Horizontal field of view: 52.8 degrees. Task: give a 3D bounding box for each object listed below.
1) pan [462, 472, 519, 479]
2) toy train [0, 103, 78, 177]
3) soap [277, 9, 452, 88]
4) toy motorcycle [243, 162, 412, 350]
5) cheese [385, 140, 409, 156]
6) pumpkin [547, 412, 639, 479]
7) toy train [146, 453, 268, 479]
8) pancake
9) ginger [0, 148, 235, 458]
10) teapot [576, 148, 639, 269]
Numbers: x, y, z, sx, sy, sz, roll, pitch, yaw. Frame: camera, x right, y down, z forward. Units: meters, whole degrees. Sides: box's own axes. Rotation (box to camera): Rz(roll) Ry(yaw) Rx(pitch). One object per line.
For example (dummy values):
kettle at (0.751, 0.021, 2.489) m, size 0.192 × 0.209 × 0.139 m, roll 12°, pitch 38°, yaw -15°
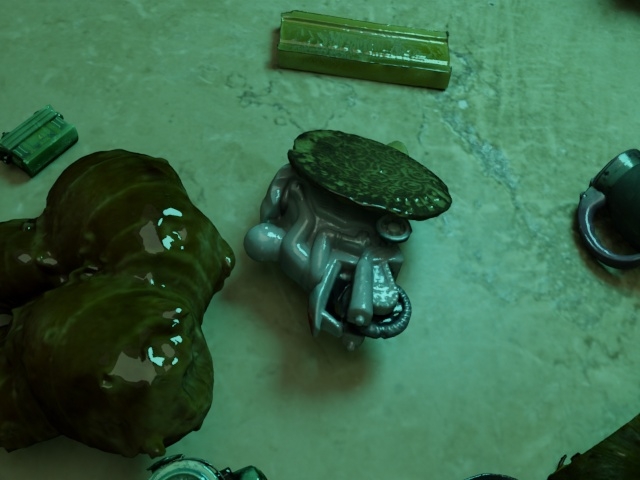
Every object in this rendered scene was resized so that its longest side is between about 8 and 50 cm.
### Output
pan at (0.205, 0.321, 0.591) m, size 0.235 × 0.028 × 0.136 m, roll 39°, pitch 62°, yaw 19°
toy train at (-0.342, -0.119, 0.782) m, size 0.056 × 0.038 × 0.093 m, roll 36°, pitch 60°, yaw 7°
soap at (0.063, -0.279, 0.936) m, size 0.252 × 0.037 × 0.092 m, roll 7°, pitch 57°, yaw -3°
toy motorcycle at (0.000, 0.000, 0.713) m, size 0.171 × 0.110 × 0.260 m, roll -5°, pitch 53°, yaw -12°
cheese at (0.083, -0.101, 0.825) m, size 0.060 × 0.041 × 0.084 m, roll -1°, pitch 60°, yaw -7°
pumpkin at (0.386, 0.207, 0.656) m, size 0.280 × 0.190 × 0.139 m, roll -43°, pitch 66°, yaw 19°
toy train at (-0.160, 0.299, 0.504) m, size 0.298 × 0.120 × 0.194 m, roll -20°, pitch 71°, yaw -16°
pancake at (0.054, -0.077, 0.724) m, size 0.199 × 0.021 × 0.199 m, roll 13°, pitch 29°, yaw -8°
ginger at (-0.224, 0.047, 0.635) m, size 0.274 × 0.152 × 0.357 m, roll -15°, pitch 53°, yaw 17°
teapot at (0.404, -0.037, 0.809) m, size 0.116 × 0.148 × 0.146 m, roll 8°, pitch 36°, yaw -46°
